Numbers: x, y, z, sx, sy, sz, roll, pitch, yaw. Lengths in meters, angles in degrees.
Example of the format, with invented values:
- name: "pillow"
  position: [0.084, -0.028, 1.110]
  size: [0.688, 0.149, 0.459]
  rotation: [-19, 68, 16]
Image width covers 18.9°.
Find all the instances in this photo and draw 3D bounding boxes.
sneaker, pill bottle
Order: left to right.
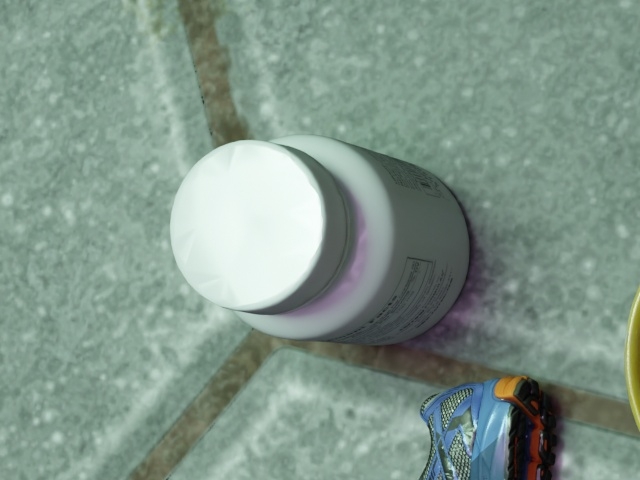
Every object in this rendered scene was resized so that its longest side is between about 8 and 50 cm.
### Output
- name: "pill bottle"
  position: [0.000, 0.000, 1.232]
  size: [0.131, 0.229, 0.131]
  rotation: [-2, 85, 23]
- name: "sneaker"
  position: [0.099, 0.197, 1.268]
  size: [0.087, 0.083, 0.221]
  rotation: [3, 82, 36]

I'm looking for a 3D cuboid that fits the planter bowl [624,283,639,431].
- name: "planter bowl"
  position: [0.302, 0.072, 1.176]
  size: [0.217, 0.090, 0.217]
  rotation: [-1, 86, 22]
